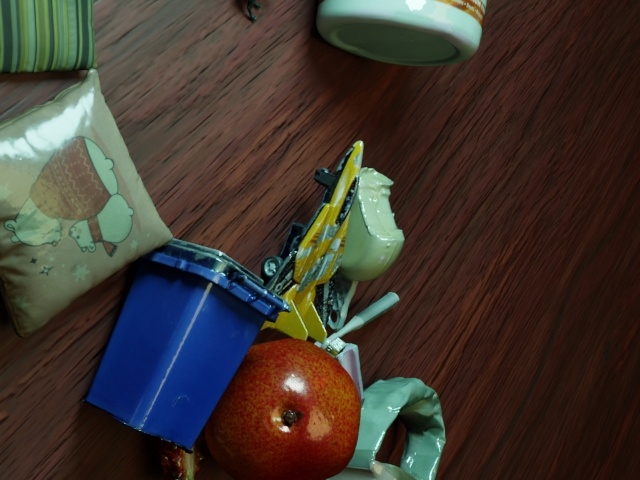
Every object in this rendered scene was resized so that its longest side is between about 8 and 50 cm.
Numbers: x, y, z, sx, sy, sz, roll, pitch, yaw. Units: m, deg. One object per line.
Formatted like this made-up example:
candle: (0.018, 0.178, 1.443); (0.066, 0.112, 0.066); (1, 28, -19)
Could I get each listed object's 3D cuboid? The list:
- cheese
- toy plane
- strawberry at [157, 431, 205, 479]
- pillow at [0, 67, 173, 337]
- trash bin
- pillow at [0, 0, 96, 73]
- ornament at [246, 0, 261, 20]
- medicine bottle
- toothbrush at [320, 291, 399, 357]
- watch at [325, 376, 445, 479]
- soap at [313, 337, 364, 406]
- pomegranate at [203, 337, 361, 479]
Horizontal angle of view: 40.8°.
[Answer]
cheese: (0.046, 0.014, 1.391); (0.071, 0.163, 0.249); (4, 133, -37)
toy plane: (-0.010, -0.004, 1.297); (0.204, 0.103, 0.316); (10, 96, -54)
strawberry: (-0.190, 0.267, 1.153); (0.104, 0.048, 0.152); (69, 17, -64)
pillow: (-0.287, -0.043, 0.955); (0.223, 0.084, 0.236); (-36, 121, -37)
trash bin: (-0.170, 0.130, 1.071); (0.162, 0.184, 0.234); (40, 70, -46)
pillow: (-0.325, -0.232, 0.915); (0.203, 0.038, 0.113); (-16, 112, -49)
ornament: (-0.084, -0.357, 1.171); (0.073, 0.028, 0.125); (-36, 160, -2)
medicine bottle: (0.131, -0.410, 1.303); (0.252, 0.252, 0.240); (11, 87, -53)
toothbrush: (0.072, 0.132, 1.424); (0.025, 0.030, 0.342); (-56, 169, 20)
watch: (0.133, 0.357, 1.525); (0.253, 0.162, 0.241); (47, 52, -46)
soap: (0.016, 0.234, 1.385); (0.056, 0.100, 0.149); (-29, 119, -44)
pomegranate: (-0.056, 0.251, 1.216); (0.256, 0.221, 0.221); (102, 14, -65)
